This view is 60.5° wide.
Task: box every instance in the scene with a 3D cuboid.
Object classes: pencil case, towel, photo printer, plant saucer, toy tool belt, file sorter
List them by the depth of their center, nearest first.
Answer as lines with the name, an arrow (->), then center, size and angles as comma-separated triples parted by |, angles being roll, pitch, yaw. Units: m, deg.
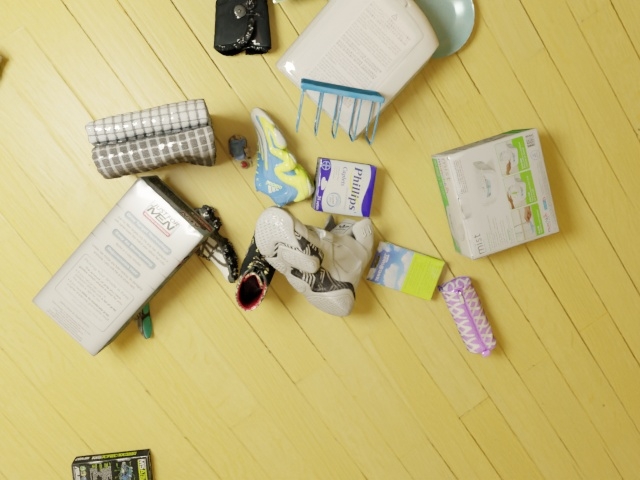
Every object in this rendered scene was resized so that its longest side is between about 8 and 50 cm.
towel -> -0.334, -0.198, 1.141 | 0.235, 0.284, 0.121 | -15, 97, -8
file sorter -> 0.036, -0.272, 1.160 | 0.170, 0.118, 0.104 | 8, 111, -5
photo printer -> 0.091, -0.421, 1.231 | 0.256, 0.107, 0.307 | 40, 102, -14
toy tool belt -> -0.187, -0.206, 1.277 | 0.052, 0.051, 0.083 | -15, 101, -5
plant saucer -> 0.265, -0.527, 1.295 | 0.195, 0.037, 0.195 | -1, 98, -7
pencil case -> 0.379, 0.189, 1.398 | 0.086, 0.088, 0.206 | -28, 102, -1

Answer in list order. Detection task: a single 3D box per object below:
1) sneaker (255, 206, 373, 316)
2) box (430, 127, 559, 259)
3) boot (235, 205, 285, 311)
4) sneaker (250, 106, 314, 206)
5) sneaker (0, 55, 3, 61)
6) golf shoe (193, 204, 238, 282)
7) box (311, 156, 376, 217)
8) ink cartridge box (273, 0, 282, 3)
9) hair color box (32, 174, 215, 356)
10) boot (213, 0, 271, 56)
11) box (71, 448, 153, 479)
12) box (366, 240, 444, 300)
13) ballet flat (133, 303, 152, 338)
sneaker -> 0.000, 0.000, 1.228 | 0.366, 0.137, 0.210 | 53, 54, -43
box -> 0.423, -0.114, 1.336 | 0.231, 0.127, 0.262 | -19, 101, -4
boot -> -0.130, 0.041, 1.257 | 0.085, 0.178, 0.236 | 21, 97, -7
sneaker -> -0.121, -0.183, 1.272 | 0.126, 0.091, 0.240 | -32, 95, 7
sneaker -> -0.832, -0.407, 1.130 | 0.302, 0.108, 0.121 | 27, 90, -12
golf shoe -> -0.261, 0.018, 1.299 | 0.094, 0.077, 0.198 | -23, 95, 8
box -> 0.055, -0.128, 1.312 | 0.137, 0.072, 0.126 | 6, 99, -9
ink cartridge box -> -0.020, -0.633, 1.222 | 0.235, 0.056, 0.171 | -19, 101, -8
hair color box -> -0.434, 0.053, 1.221 | 0.185, 0.113, 0.374 | 43, 99, -4
boot -> -0.224, -0.519, 1.200 | 0.246, 0.094, 0.207 | 3, 95, -14
box -> -0.513, 0.625, 1.369 | 0.184, 0.045, 0.190 | -5, 99, -9
box -> 0.209, 0.074, 1.379 | 0.178, 0.042, 0.109 | 18, 95, -10
ballet flat -> -0.429, 0.180, 1.317 | 0.041, 0.041, 0.114 | -2, 99, -7
